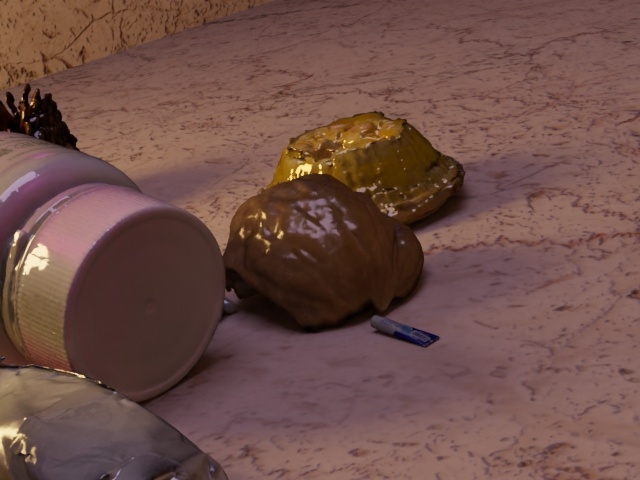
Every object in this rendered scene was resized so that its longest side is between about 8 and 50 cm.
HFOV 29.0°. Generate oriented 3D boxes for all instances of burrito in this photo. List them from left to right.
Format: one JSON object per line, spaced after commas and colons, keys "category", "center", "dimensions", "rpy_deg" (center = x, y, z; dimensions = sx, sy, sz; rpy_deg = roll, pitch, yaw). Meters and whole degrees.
{"category": "burrito", "center": [-0.235, 0.182, 1.107], "dimensions": [0.139, 0.101, 0.445], "rpy_deg": [-29, 25, -31]}

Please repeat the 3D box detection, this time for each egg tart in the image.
{"category": "egg tart", "center": [0.048, -0.097, 1.703], "dimensions": [0.315, 0.120, 0.315], "rpy_deg": [-11, 20, 4]}

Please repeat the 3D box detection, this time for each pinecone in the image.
{"category": "pinecone", "center": [-0.521, -0.113, 1.930], "dimensions": [0.292, 0.246, 0.246], "rpy_deg": [-15, 19, -2]}

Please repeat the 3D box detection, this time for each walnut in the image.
{"category": "walnut", "center": [-0.005, 0.005, 1.415], "dimensions": [0.238, 0.141, 0.204], "rpy_deg": [-6, 25, 10]}

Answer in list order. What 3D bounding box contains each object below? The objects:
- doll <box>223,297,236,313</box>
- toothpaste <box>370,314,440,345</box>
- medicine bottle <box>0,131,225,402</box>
{"category": "doll", "center": [-0.147, 0.063, 1.468], "dimensions": [0.099, 0.058, 0.143], "rpy_deg": [15, 13, -3]}
{"category": "toothpaste", "center": [0.086, 0.095, 1.292], "dimensions": [0.083, 0.015, 0.024], "rpy_deg": [15, 31, 43]}
{"category": "medicine bottle", "center": [-0.285, 0.028, 1.341], "dimensions": [0.325, 0.256, 0.256], "rpy_deg": [17, 34, 42]}
